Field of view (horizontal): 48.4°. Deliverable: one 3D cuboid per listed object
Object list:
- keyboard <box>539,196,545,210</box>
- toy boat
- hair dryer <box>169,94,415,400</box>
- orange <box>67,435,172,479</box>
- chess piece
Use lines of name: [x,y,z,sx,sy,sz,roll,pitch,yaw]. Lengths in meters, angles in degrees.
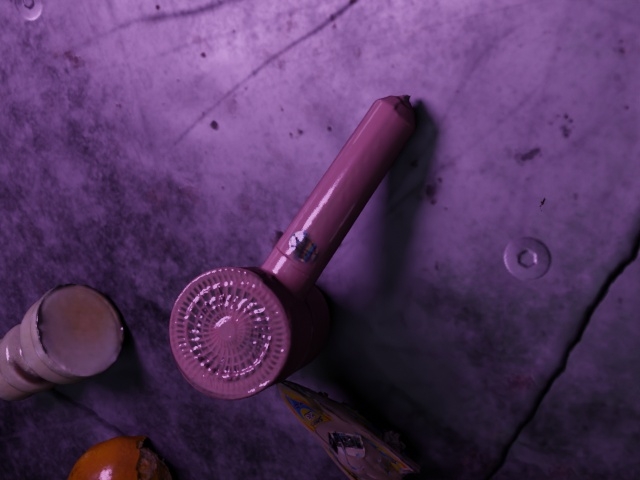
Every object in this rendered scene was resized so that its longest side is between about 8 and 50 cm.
keyboard: [0.391,-0.015,0.623,0.380,0.041,0.104,1,107,19]
toy boat: [0.025,0.225,0.841,0.210,0.066,0.084,41,126,-15]
hair dryer: [0.000,0.000,0.756,0.125,0.210,0.353,36,95,12]
orange: [-0.291,0.355,1.035,0.156,0.134,0.157,-8,130,-10]
chess piece: [-0.403,0.162,1.028,0.243,0.133,0.133,-28,94,38]
